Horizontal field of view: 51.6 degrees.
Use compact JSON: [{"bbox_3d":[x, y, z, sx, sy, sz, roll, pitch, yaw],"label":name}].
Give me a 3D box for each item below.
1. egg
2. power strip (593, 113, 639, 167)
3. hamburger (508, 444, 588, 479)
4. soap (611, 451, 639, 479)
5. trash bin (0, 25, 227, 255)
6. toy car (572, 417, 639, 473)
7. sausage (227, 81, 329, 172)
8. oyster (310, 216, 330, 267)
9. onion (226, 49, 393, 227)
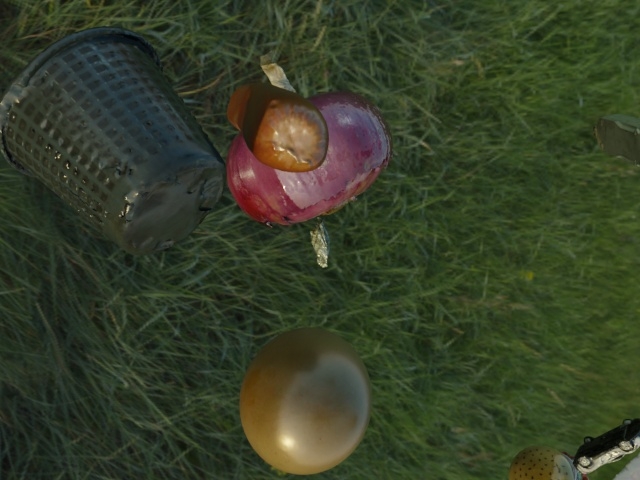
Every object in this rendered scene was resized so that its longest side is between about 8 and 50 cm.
[{"bbox_3d":[-0.031,0.353,1.514,0.374,0.300,0.301,-81,155,-63],"label":"egg"},{"bbox_3d":[0.574,-0.168,1.176,0.048,0.286,0.080,-11,112,-5],"label":"power strip"},{"bbox_3d":[0.488,0.521,1.431,0.137,0.175,0.175,47,62,-38],"label":"hamburger"},{"bbox_3d":[0.338,0.328,0.688,0.257,0.159,0.302,-13,136,-38],"label":"soap"},{"bbox_3d":[-0.176,-0.081,0.615,0.175,0.161,0.175,-41,162,-17],"label":"trash bin"},{"bbox_3d":[0.306,0.216,0.695,0.025,0.093,0.041,49,40,4],"label":"toy car"},{"bbox_3d":[-0.052,-0.141,0.784,0.089,0.300,0.084,15,104,-18],"label":"sausage"},{"bbox_3d":[0.001,0.001,1.503,0.100,0.037,0.098,-75,151,-69],"label":"oyster"},{"bbox_3d":[-0.039,-0.187,1.367,0.345,0.358,0.358,49,60,-26],"label":"onion"}]
